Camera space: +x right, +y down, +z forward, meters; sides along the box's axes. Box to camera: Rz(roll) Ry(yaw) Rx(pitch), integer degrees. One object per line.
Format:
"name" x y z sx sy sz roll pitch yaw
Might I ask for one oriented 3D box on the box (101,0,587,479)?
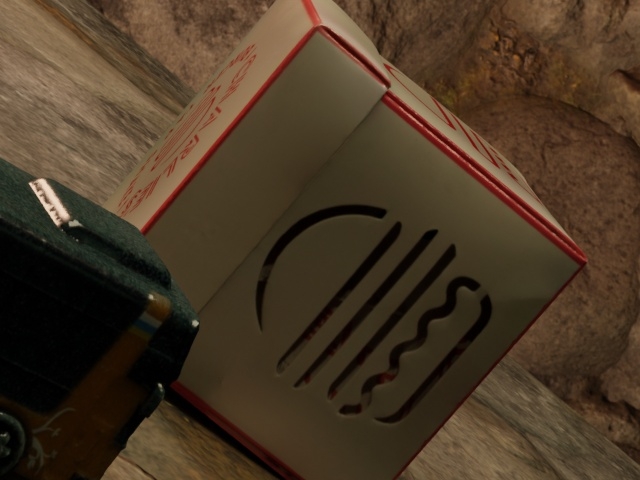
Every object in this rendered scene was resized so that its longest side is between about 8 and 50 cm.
"box" 0.000 0.000 1.701 0.300 0.314 0.312 39 8 -13

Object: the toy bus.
"toy bus" -0.217 0.028 1.161 0.275 0.167 0.138 32 10 -36
